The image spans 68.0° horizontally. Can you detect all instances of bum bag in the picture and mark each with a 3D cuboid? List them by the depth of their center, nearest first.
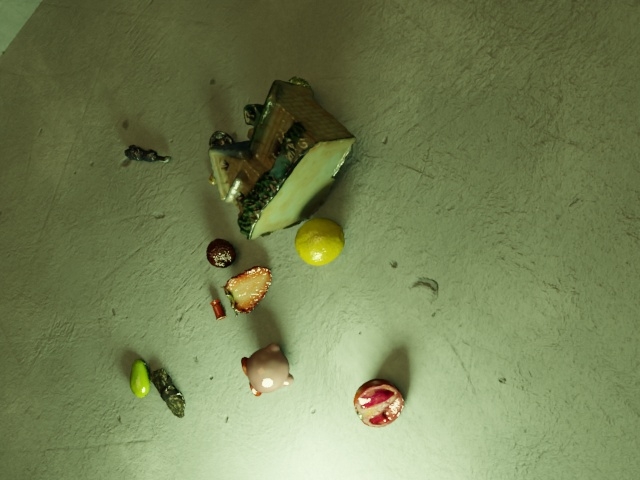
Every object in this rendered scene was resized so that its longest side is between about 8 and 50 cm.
[{"bbox_3d":[-0.644,0.644,2.014,0.248,0.069,0.102,44,136,18],"label":"bum bag"}]

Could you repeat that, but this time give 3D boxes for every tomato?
[{"bbox_3d":[0.201,0.563,1.693,0.173,0.099,0.190,-25,116,2],"label":"tomato"}]

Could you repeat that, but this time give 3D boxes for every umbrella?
[{"bbox_3d":[-0.796,-0.389,2.175,0.248,0.071,0.071,16,90,22],"label":"umbrella"}]

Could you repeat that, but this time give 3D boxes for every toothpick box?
[{"bbox_3d":[-0.427,0.289,1.980,0.047,0.047,0.083,-29,74,16],"label":"toothpick box"}]

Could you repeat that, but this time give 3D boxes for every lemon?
[{"bbox_3d":[0.000,0.000,1.776,0.203,0.178,0.179,-33,74,20],"label":"lemon"}]

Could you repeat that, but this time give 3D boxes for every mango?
[{"bbox_3d":[-0.795,0.603,2.073,0.091,0.074,0.165,-20,78,20],"label":"mango"}]

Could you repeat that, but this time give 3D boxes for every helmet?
[{"bbox_3d":[-0.412,-0.411,2.030,0.123,0.070,0.098,41,106,12],"label":"helmet"}]

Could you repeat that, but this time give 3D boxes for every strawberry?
[{"bbox_3d":[-0.286,0.198,1.927,0.207,0.087,0.168,-25,97,-9],"label":"strawberry"}]

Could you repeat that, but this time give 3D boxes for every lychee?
[{"bbox_3d":[-0.413,0.049,1.962,0.123,0.123,0.129,-27,67,16],"label":"lychee"}]

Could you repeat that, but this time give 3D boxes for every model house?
[{"bbox_3d":[-0.175,-0.309,1.688,0.400,0.394,0.446,49,131,18],"label":"model house"}]

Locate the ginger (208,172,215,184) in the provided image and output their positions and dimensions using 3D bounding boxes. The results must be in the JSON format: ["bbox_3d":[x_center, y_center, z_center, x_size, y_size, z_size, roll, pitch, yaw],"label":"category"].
[{"bbox_3d":[-0.355,-0.280,1.995,0.287,0.075,0.089,-2,61,25],"label":"ginger"}]

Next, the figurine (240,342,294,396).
[{"bbox_3d":[-0.201,0.492,1.811,0.173,0.173,0.174,-2,84,20],"label":"figurine"}]

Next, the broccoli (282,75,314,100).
[{"bbox_3d":[-0.131,-0.528,1.882,0.226,0.176,0.198,-12,77,4],"label":"broccoli"}]
